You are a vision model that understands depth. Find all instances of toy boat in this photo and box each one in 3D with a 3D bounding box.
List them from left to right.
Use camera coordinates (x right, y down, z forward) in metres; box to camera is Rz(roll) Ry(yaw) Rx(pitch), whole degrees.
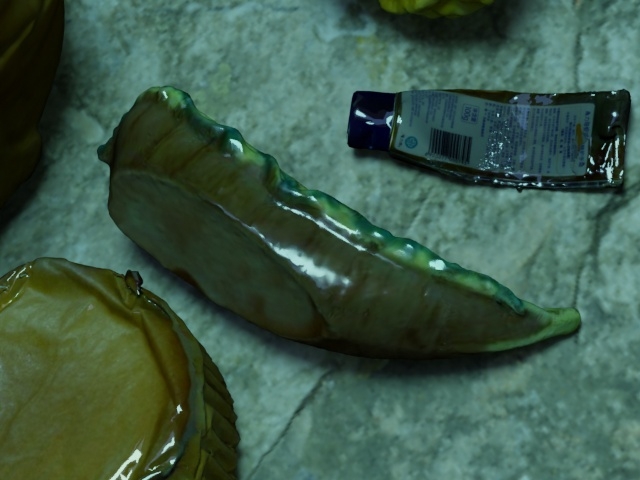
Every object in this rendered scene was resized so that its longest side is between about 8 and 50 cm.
[{"bbox_3d":[-0.003,0.007,1.071,0.293,0.108,0.099,27,46,16],"label":"toy boat"}]

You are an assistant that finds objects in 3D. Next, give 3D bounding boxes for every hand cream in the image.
[{"bbox_3d":[0.096,-0.063,1.106,0.163,0.039,0.062,6,69,10],"label":"hand cream"}]

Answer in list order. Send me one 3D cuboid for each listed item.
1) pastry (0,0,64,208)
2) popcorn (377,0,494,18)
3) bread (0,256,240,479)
[{"bbox_3d":[-0.319,-0.080,1.040,0.245,0.409,0.409,32,80,12],"label":"pastry"},{"bbox_3d":[0.067,-0.212,1.099,0.170,0.180,0.180,-2,67,-15],"label":"popcorn"},{"bbox_3d":[-0.144,0.116,1.061,0.199,0.104,0.199,-6,64,13],"label":"bread"}]
